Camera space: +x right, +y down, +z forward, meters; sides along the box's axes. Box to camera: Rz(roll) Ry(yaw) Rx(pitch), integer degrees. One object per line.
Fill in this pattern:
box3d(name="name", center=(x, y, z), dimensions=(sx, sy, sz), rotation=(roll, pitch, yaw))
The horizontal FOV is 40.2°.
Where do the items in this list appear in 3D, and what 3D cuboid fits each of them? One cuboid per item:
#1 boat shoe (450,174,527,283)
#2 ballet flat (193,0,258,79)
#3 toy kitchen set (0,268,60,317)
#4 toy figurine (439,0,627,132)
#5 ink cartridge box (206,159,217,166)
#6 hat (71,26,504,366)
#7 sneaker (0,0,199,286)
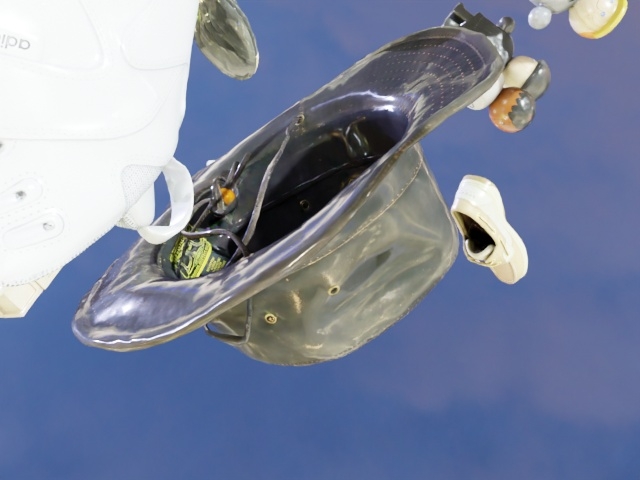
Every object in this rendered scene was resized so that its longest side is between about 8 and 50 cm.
box3d(name="boat shoe", center=(0.154, -0.001, 0.820), dimensions=(0.050, 0.135, 0.045), rotation=(13, -123, 45))
box3d(name="ballet flat", center=(-0.103, -0.224, 0.808), dimensions=(0.057, 0.173, 0.049), rotation=(-16, -142, 19))
box3d(name="toy kitchen set", center=(-0.288, 0.017, 0.794), dimensions=(0.075, 0.068, 0.083), rotation=(-7, -138, 40))
box3d(name="toy figurine", center=(0.226, -0.231, 0.947), dimensions=(0.148, 0.213, 0.209), rotation=(37, -150, -5))
box3d(name="ink cartridge box", center=(-0.092, 0.001, 1.041), dimensions=(0.072, 0.127, 0.175), rotation=(-5, -138, -6))
box3d(name="hat", center=(0.000, 0.000, 0.602), dimensions=(0.331, 0.134, 0.331), rotation=(-32, -161, 12))
box3d(name="sneaker", center=(-0.203, -0.083, 0.373), dimensions=(0.366, 0.210, 0.137), rotation=(-6, -172, -38))
